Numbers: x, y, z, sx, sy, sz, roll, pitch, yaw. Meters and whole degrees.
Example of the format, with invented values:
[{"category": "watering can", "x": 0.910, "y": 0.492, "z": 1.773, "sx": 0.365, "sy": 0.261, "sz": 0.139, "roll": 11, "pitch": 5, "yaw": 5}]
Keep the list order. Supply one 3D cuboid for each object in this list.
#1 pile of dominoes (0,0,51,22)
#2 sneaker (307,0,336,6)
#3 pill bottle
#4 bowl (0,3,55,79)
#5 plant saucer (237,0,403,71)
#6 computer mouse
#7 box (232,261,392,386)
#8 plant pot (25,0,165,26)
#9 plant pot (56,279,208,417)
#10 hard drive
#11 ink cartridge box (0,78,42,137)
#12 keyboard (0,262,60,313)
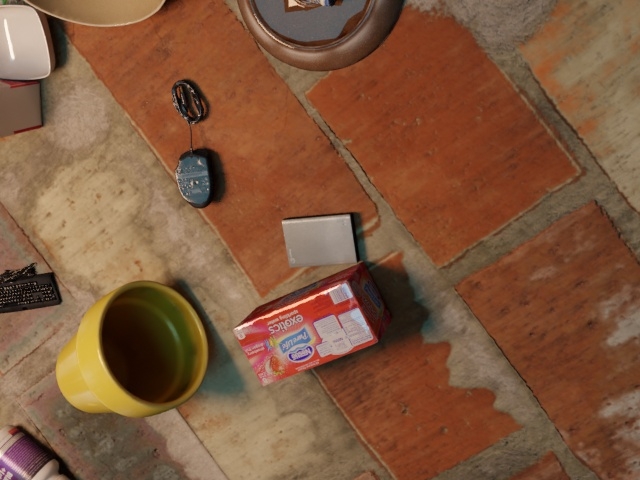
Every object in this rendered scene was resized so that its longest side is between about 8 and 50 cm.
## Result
[{"category": "pile of dominoes", "x": -0.564, "y": -0.515, "z": 1.567, "sx": 0.251, "sy": 0.040, "sz": 0.196, "roll": -1, "pitch": 105, "yaw": 19}, {"category": "sneaker", "x": -0.007, "y": -0.449, "z": 1.346, "sx": 0.058, "sy": 0.052, "sz": 0.135, "roll": 6, "pitch": 107, "yaw": 21}, {"category": "pill bottle", "x": -0.658, "y": 0.513, "z": 1.862, "sx": 0.193, "sy": 0.108, "sz": 0.108, "roll": 37, "pitch": 113, "yaw": 5}, {"category": "bowl", "x": -0.574, "y": -0.384, "z": 1.594, "sx": 0.142, "sy": 0.053, "sz": 0.142, "roll": 3, "pitch": 116, "yaw": 17}, {"category": "plant saucer", "x": -0.011, "y": -0.441, "z": 1.404, "sx": 0.311, "sy": 0.050, "sz": 0.310, "roll": 6, "pitch": 108, "yaw": 18}, {"category": "computer mouse", "x": -0.241, "y": -0.180, "z": 1.566, "sx": 0.071, "sy": 0.041, "sz": 0.242, "roll": -4, "pitch": 98, "yaw": 10}, {"category": "box", "x": -0.014, "y": 0.155, "z": 1.538, "sx": 0.257, "sy": 0.122, "sz": 0.128, "roll": -25, "pitch": 96, "yaw": 23}, {"category": "plant pot", "x": -0.392, "y": -0.526, "z": 1.408, "sx": 0.284, "sy": 0.284, "sz": 0.191, "roll": -5, "pitch": 68, "yaw": 19}, {"category": "plant pot", "x": -0.390, "y": 0.232, "z": 1.632, "sx": 0.239, "sy": 0.254, "sz": 0.254, "roll": -26, "pitch": 97, "yaw": 38}, {"category": "hard drive", "x": 0.000, "y": 0.000, "z": 1.543, "sx": 0.135, "sy": 0.022, "sz": 0.094, "roll": -4, "pitch": 104, "yaw": 19}, {"category": "ink cartridge box", "x": -0.694, "y": -0.262, "z": 1.611, "sx": 0.237, "sy": 0.172, "sz": 0.100, "roll": 8, "pitch": 108, "yaw": 16}, {"category": "keyboard", "x": -0.655, "y": 0.108, "z": 1.782, "sx": 0.192, "sy": 0.038, "sz": 0.100, "roll": -10, "pitch": 102, "yaw": 20}]
